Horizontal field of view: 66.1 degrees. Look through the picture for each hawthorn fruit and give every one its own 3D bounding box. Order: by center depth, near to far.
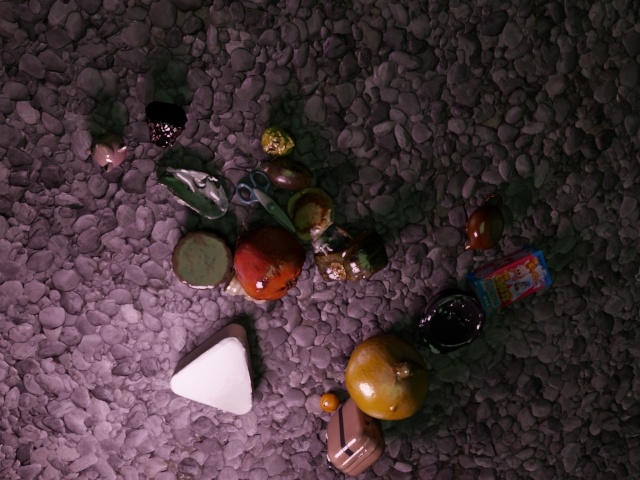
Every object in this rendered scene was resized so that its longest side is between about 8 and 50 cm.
[{"bbox_3d":[-0.202,0.055,1.791,0.276,0.276,0.308,-35,78,1],"label":"hawthorn fruit"}]

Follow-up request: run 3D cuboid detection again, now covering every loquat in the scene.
[{"bbox_3d":[0.267,0.520,1.883,0.328,0.359,0.329,7,66,-17],"label":"loquat"}]

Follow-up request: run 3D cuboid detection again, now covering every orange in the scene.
[{"bbox_3d":[0.038,0.668,2.027,0.083,0.083,0.084,-1,102,-7],"label":"orange"}]

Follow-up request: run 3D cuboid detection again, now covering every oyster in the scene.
[{"bbox_3d":[-0.465,-0.174,1.786,0.251,0.087,0.200,-4,93,-14],"label":"oyster"}]

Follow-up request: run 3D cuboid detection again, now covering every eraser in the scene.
[{"bbox_3d":[-0.375,0.479,1.904,0.330,0.150,0.332,-1,104,-5],"label":"eraser"}]

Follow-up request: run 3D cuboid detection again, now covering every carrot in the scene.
[{"bbox_3d":[0.138,0.000,1.921,0.216,0.048,0.048,33,96,-8],"label":"carrot"}]

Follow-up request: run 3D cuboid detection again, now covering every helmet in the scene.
[{"bbox_3d":[0.514,0.305,1.971,0.230,0.160,0.279,36,110,-12],"label":"helmet"}]

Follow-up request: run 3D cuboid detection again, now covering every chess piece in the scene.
[{"bbox_3d":[-0.277,0.190,1.885,0.170,0.094,0.094,27,97,-15],"label":"chess piece"}]

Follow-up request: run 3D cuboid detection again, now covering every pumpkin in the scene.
[{"bbox_3d":[0.126,0.059,1.878,0.190,0.280,0.139,-36,106,-33],"label":"pumpkin"}]

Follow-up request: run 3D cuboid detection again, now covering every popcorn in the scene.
[{"bbox_3d":[-0.159,-0.353,1.776,0.106,0.116,0.120,-48,138,9],"label":"popcorn"}]

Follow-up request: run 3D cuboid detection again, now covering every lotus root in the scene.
[{"bbox_3d":[-0.121,-0.242,1.797,0.209,0.120,0.120,16,99,-13],"label":"lotus root"}]

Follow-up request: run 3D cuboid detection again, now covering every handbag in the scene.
[{"bbox_3d":[0.116,0.792,1.955,0.149,0.302,0.283,38,101,-10],"label":"handbag"}]

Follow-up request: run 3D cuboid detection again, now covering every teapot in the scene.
[{"bbox_3d":[0.639,-0.074,1.933,0.178,0.135,0.252,34,75,-46],"label":"teapot"}]

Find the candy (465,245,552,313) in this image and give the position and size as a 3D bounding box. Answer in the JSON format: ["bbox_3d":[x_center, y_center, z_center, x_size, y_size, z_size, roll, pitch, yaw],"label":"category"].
[{"bbox_3d":[0.765,0.159,2.002,0.305,0.100,0.157,-24,104,-1],"label":"candy"}]

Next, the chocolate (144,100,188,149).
[{"bbox_3d":[-0.553,-0.391,1.726,0.156,0.156,0.133,21,126,-11],"label":"chocolate"}]

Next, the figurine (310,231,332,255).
[{"bbox_3d":[-0.008,0.006,1.850,0.098,0.146,0.081,29,98,-11],"label":"figurine"}]

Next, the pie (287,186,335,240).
[{"bbox_3d":[-0.038,-0.105,1.817,0.178,0.205,0.084,-27,147,11],"label":"pie"}]

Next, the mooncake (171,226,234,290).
[{"bbox_3d":[-0.430,0.065,1.824,0.228,0.124,0.229,-1,97,-4],"label":"mooncake"}]

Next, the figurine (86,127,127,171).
[{"bbox_3d":[-0.735,-0.315,1.704,0.125,0.138,0.125,-31,144,-25],"label":"figurine"}]

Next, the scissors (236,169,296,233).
[{"bbox_3d":[-0.186,-0.130,1.807,0.138,0.041,0.289,-43,78,-1],"label":"scissors"}]
